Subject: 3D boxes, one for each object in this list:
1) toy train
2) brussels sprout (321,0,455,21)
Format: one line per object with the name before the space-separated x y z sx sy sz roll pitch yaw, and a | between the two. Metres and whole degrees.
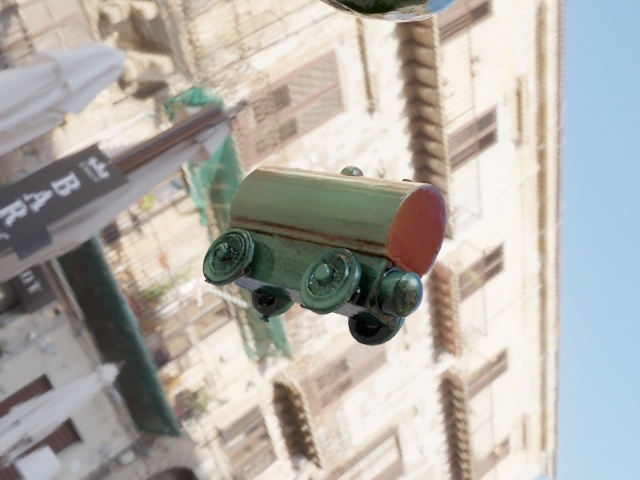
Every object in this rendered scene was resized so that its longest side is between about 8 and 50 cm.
toy train | 0.000 0.000 0.949 0.285 0.177 0.116 10 -20 46
brussels sprout | 0.059 -0.252 0.759 0.161 0.180 0.144 7 -45 47
